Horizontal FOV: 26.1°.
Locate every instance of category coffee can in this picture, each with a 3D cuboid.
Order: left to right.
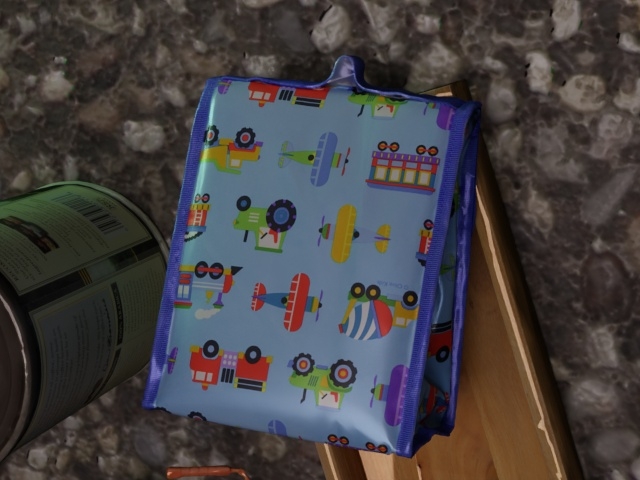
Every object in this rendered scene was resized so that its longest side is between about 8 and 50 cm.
[{"bbox_3d":[-0.266,0.068,1.166,0.201,0.275,0.202,4,101,18],"label":"coffee can"}]

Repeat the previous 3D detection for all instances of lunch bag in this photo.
[{"bbox_3d":[0.000,0.000,1.079,0.220,0.138,0.293,8,94,19],"label":"lunch bag"}]

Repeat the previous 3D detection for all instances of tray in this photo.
[{"bbox_3d":[0.081,0.091,1.166,0.202,0.076,0.411,-15,95,21],"label":"tray"}]

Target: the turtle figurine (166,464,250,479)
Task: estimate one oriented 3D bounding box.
[{"bbox_3d":[-0.158,0.313,1.282,0.269,0.087,0.217,-20,102,12],"label":"turtle figurine"}]
